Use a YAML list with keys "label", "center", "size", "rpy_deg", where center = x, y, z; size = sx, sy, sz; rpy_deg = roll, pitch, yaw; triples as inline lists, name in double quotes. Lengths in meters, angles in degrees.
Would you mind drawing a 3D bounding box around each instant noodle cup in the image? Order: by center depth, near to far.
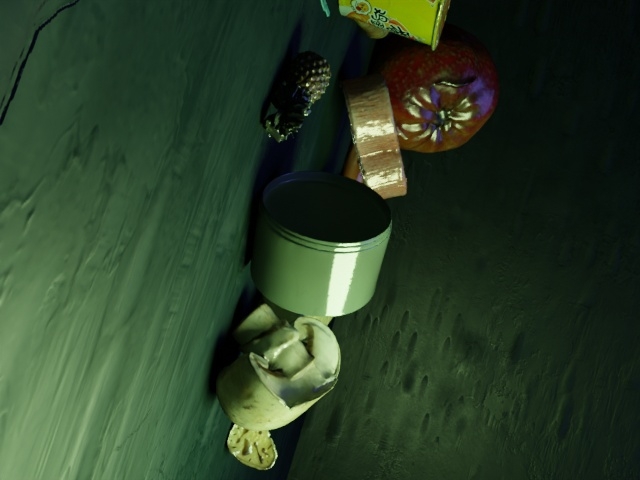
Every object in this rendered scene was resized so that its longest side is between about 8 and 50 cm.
- label: "instant noodle cup"
  center: [0.155, -0.513, 1.267]
  size: [0.264, 0.200, 0.264]
  rpy_deg: [15, 90, -83]

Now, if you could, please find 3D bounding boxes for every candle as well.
- label: "candle"
  center: [0.136, -0.264, 1.605]
  size: [0.287, 0.131, 0.317]
  rpy_deg: [-98, 174, -53]

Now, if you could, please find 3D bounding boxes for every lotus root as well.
- label: "lotus root"
  center: [-0.161, 0.441, 1.491]
  size: [0.135, 0.095, 0.159]
  rpy_deg: [101, -33, -70]

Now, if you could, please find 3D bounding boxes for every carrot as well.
- label: "carrot"
  center: [0.123, -0.513, 1.570]
  size: [0.342, 0.070, 0.070]
  rpy_deg: [-46, 151, -71]

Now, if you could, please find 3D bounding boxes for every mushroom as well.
- label: "mushroom"
  center: [-0.099, 0.235, 1.205]
  size: [0.189, 0.195, 0.254]
  rpy_deg: [-42, 173, 26]

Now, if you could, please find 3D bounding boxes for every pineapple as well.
- label: "pineapple"
  center: [-0.037, -0.216, 1.014]
  size: [0.074, 0.074, 0.159]
  rpy_deg: [95, 17, -57]

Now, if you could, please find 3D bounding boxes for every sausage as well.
- label: "sausage"
  center: [0.113, -0.239, 2.036]
  size: [0.076, 0.076, 0.197]
  rpy_deg: [64, 43, -79]

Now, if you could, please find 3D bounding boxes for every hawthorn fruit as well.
- label: "hawthorn fruit"
  center: [0.316, -0.478, 2.010]
  size: [0.403, 0.403, 0.403]
  rpy_deg: [16, 90, -83]

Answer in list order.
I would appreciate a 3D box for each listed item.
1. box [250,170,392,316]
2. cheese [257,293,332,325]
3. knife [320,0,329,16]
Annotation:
- label: "box"
  center: [0.000, 0.000, 1.137]
  size: [0.226, 0.226, 0.149]
  rpy_deg: [-63, 167, -55]
- label: "cheese"
  center: [-0.023, 0.122, 1.440]
  size: [0.326, 0.115, 0.318]
  rpy_deg: [-54, 160, -19]
- label: "knife"
  center: [0.008, -0.407, 1.161]
  size: [0.091, 0.005, 0.014]
  rpy_deg: [2, 103, -82]
